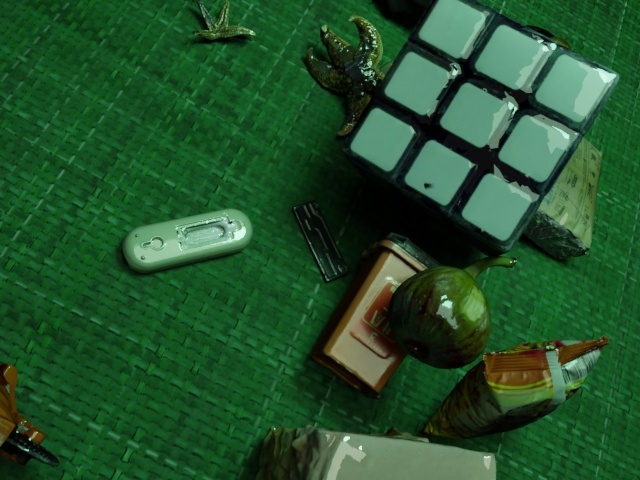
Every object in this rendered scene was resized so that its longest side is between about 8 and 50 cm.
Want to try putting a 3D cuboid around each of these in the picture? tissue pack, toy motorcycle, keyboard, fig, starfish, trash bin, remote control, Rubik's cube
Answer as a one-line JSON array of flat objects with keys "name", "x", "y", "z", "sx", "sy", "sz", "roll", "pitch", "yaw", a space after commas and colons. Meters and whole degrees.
[{"name": "tissue pack", "x": 0.473, "y": -0.123, "z": 1.238, "sx": 0.215, "sy": 0.123, "sz": 0.257, "roll": 31, "pitch": 64, "yaw": -20}, {"name": "toy motorcycle", "x": -0.476, "y": 0.188, "z": 0.740, "sx": 0.148, "sy": 0.221, "sz": 0.326, "roll": -60, "pitch": 140, "yaw": -24}, {"name": "keyboard", "x": 0.000, "y": 0.000, "z": 1.103, "sx": 0.053, "sy": 0.010, "sz": 0.155, "roll": -19, "pitch": 77, "yaw": -23}, {"name": "fig", "x": 0.211, "y": 0.078, "z": 0.892, "sx": 0.245, "sy": 0.149, "sz": 0.149, "roll": -40, "pitch": 86, "yaw": -27}, {"name": "starfish", "x": 0.070, "y": -0.317, "z": 1.190, "sx": 0.238, "sy": 0.216, "sz": 0.071, "roll": 35, "pitch": 18, "yaw": 22}, {"name": "starfish", "x": -0.205, "y": -0.412, "z": 1.172, "sx": 0.133, "sy": 0.041, "sz": 0.130, "roll": 42, "pitch": 54, "yaw": 8}, {"name": "trash bin", "x": 0.096, "y": 0.127, "z": 1.010, "sx": 0.161, "sy": 0.184, "sz": 0.239, "roll": 37, "pitch": 74, "yaw": -2}, {"name": "remote control", "x": -0.219, "y": -0.002, "z": 1.012, "sx": 0.221, "sy": 0.042, "sz": 0.078, "roll": -13, "pitch": 76, "yaw": -23}, {"name": "Rubik's cube", "x": 0.254, "y": -0.171, "z": 1.008, "sx": 0.301, "sy": 0.305, "sz": 0.304, "roll": 33, "pitch": 96, "yaw": 12}]

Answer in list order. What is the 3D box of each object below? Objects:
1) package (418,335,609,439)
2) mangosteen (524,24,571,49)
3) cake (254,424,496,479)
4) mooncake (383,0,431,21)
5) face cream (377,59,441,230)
[{"name": "package", "x": 0.297, "y": 0.243, "z": 0.956, "sx": 0.223, "sy": 0.288, "sz": 0.109, "roll": -8, "pitch": 54, "yaw": -18}, {"name": "mangosteen", "x": 0.453, "y": -0.361, "z": 1.278, "sx": 0.192, "sy": 0.217, "sz": 0.192, "roll": -3, "pitch": 96, "yaw": -32}, {"name": "cake", "x": 0.053, "y": 0.401, "z": 0.804, "sx": 0.293, "sy": 0.307, "sz": 0.315, "roll": 10, "pitch": 68, "yaw": -17}, {"name": "mooncake", "x": 0.199, "y": -0.607, "z": 1.254, "sx": 0.283, "sy": 0.283, "sz": 0.141, "roll": 44, "pitch": 57, "yaw": 1}, {"name": "face cream", "x": 0.209, "y": -0.197, "z": 1.211, "sx": 0.137, "sy": 0.084, "sz": 0.341, "roll": -23, "pitch": 81, "yaw": -14}]
